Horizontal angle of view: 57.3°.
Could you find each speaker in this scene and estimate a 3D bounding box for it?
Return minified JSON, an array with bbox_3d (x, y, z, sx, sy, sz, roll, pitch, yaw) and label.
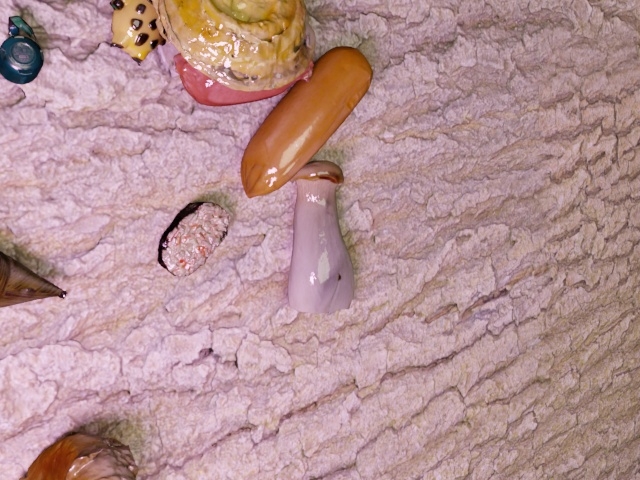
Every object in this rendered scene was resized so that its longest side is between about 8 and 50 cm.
[{"bbox_3d":[-0.453,-0.289,0.891,0.060,0.075,0.094,16,80,-32],"label":"speaker"}]

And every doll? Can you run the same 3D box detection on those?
[{"bbox_3d":[-0.268,-0.436,0.978,0.117,0.086,0.291,32,78,-62],"label":"doll"}]

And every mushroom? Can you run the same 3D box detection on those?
[{"bbox_3d":[0.000,0.000,1.205,0.159,0.122,0.328,-24,115,-66],"label":"mushroom"}]

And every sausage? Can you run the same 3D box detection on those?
[{"bbox_3d":[-0.139,-0.314,1.044,0.254,0.148,0.148,-19,107,-34],"label":"sausage"},{"bbox_3d":[-0.035,-0.226,1.125,0.354,0.134,0.116,-52,144,-17],"label":"sausage"}]

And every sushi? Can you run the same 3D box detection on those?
[{"bbox_3d":[-0.234,-0.005,1.066,0.150,0.078,0.090,-51,119,-14],"label":"sushi"}]

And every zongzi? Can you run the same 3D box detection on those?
[{"bbox_3d":[-0.545,0.104,0.870,0.242,0.112,0.221,40,75,-31],"label":"zongzi"}]

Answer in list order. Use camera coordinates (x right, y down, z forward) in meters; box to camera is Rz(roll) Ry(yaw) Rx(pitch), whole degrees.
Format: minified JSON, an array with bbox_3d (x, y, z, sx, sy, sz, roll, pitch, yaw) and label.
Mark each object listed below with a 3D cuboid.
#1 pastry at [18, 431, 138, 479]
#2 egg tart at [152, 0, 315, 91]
[{"bbox_3d":[-0.405,0.433,0.934,0.121,0.236,0.257,38,76,-39],"label":"pastry"},{"bbox_3d":[-0.126,-0.371,0.934,0.279,0.095,0.279,10,68,-26],"label":"egg tart"}]
